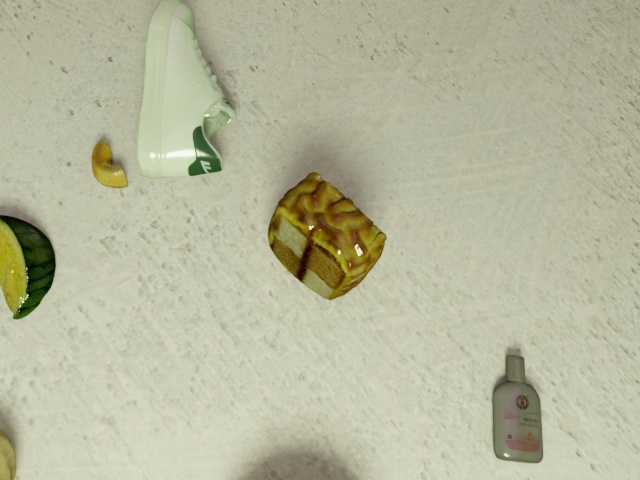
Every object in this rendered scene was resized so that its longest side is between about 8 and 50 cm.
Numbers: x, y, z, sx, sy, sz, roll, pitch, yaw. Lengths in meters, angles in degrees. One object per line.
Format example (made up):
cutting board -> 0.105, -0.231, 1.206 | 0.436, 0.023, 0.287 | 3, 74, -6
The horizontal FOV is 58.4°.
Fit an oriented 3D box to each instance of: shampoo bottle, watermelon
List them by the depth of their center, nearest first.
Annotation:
watermelon -> -0.476, 0.024, 0.923 | 0.092, 0.075, 0.182 | -42, 72, 24
shampoo bottle -> 0.319, 0.271, 0.930 | 0.079, 0.040, 0.165 | 8, 68, -3

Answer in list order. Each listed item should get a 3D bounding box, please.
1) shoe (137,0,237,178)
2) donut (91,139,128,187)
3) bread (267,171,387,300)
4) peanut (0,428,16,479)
shoe -> -0.228, -0.280, 1.036 | 0.160, 0.132, 0.363 | 4, 71, -6
donut -> -0.369, -0.137, 1.002 | 0.067, 0.038, 0.083 | 3, 69, -4
bread -> 0.000, 0.000, 0.900 | 0.181, 0.222, 0.096 | 43, 69, 6
peanut -> -0.480, 0.382, 0.723 | 0.129, 0.130, 0.291 | 10, 69, -4
